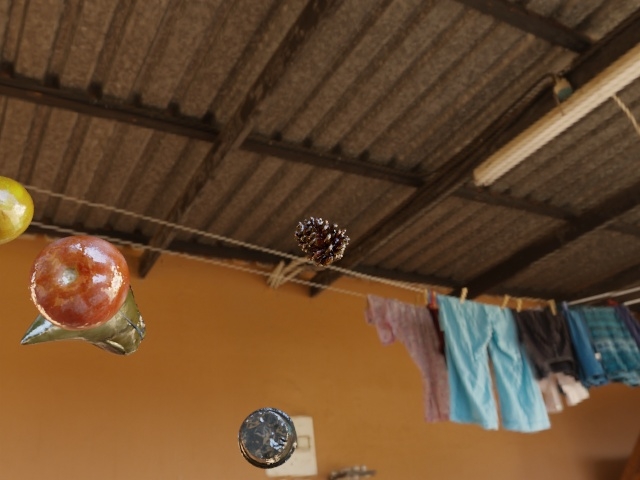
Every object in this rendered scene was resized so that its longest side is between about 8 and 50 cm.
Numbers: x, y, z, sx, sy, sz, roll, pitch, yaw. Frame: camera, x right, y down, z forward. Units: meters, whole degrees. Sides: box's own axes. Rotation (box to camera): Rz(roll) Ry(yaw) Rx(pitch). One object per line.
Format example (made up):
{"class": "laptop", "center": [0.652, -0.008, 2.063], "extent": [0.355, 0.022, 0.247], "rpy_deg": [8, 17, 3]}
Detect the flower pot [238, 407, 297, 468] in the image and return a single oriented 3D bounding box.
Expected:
{"class": "flower pot", "center": [-0.141, 0.506, 1.697], "extent": [0.158, 0.157, 0.107], "rpy_deg": [-6, -20, -1]}

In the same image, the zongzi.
{"class": "zongzi", "center": [-0.625, 0.249, 1.758], "extent": [0.160, 0.360, 0.322], "rpy_deg": [3, -53, 21]}

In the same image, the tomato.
{"class": "tomato", "center": [-0.518, 0.092, 1.421], "extent": [0.208, 0.208, 0.184], "rpy_deg": [-4, -14, -5]}

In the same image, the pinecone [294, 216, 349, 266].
{"class": "pinecone", "center": [-0.002, 0.002, 1.346], "extent": [0.110, 0.102, 0.102], "rpy_deg": [24, -31, 1]}

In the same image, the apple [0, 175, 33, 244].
{"class": "apple", "center": [-0.481, -0.042, 0.963], "extent": [0.114, 0.102, 0.099], "rpy_deg": [-24, -75, 36]}
